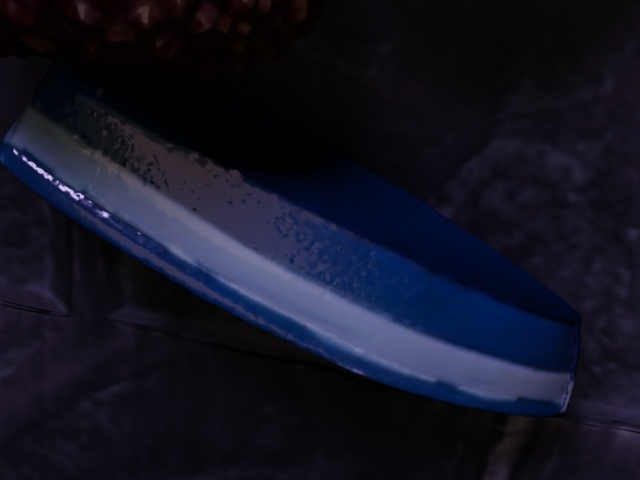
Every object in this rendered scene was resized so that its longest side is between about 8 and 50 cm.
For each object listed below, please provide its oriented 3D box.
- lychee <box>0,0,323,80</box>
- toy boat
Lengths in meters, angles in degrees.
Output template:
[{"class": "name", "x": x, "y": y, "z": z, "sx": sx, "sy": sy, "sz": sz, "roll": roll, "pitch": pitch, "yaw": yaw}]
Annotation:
[{"class": "lychee", "x": -0.080, "y": -0.153, "z": 0.409, "sx": 0.188, "sy": 0.188, "sz": 0.188, "roll": 6, "pitch": 122, "yaw": 9}, {"class": "toy boat", "x": 0.000, "y": 0.000, "z": 0.531, "sx": 0.299, "sy": 0.096, "sz": 0.061, "roll": 28, "pitch": 114, "yaw": -8}]
